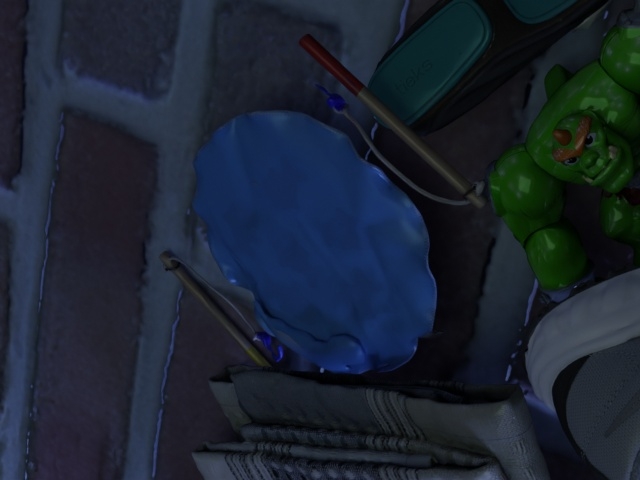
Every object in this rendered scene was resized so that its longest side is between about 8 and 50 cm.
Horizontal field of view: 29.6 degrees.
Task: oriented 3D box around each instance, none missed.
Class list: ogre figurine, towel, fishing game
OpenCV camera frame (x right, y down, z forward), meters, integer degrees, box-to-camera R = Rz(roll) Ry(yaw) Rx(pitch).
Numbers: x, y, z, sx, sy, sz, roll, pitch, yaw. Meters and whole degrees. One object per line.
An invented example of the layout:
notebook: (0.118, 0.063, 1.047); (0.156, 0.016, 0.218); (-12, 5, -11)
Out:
ogre figurine: (0.164, -0.040, 0.635); (0.118, 0.097, 0.197); (35, 138, -7)
towel: (0.047, 0.229, 0.749); (0.312, 0.056, 0.324); (-5, 106, 55)
fishing game: (0.000, 0.000, 0.748); (0.189, 0.041, 0.264); (43, 139, 8)

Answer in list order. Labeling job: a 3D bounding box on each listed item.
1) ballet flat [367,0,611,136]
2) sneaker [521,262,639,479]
ballet flat: (0.106, -0.126, 0.643); (0.074, 0.074, 0.203); (52, 129, 3)
sneaker: (0.236, 0.037, 0.572); (0.271, 0.100, 0.108); (-30, 49, 12)
